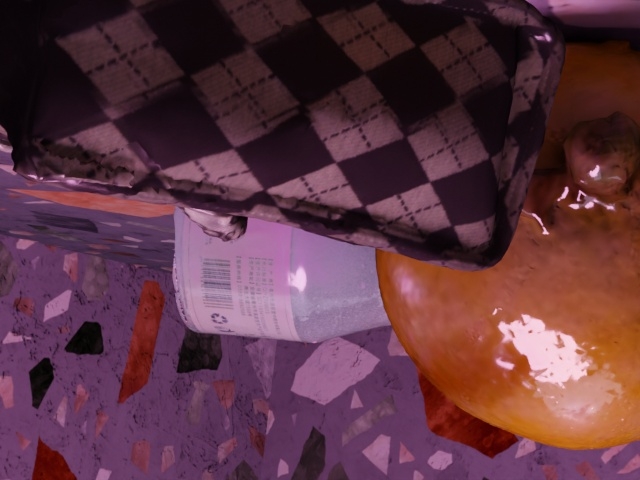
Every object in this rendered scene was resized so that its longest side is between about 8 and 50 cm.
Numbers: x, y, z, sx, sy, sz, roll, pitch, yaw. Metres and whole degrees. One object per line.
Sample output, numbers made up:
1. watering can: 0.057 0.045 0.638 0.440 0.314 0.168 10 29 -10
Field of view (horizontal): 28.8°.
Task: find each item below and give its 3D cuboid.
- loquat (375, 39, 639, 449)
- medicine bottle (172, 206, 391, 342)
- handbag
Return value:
1. loquat: 0.202 -0.010 0.985 0.328 0.328 0.359 5 159 7
2. medicine bottle: 0.000 0.000 1.435 0.290 0.245 0.245 4 171 10
3. handbag: -0.123 -0.105 0.713 0.316 0.180 0.416 5 -170 -38
